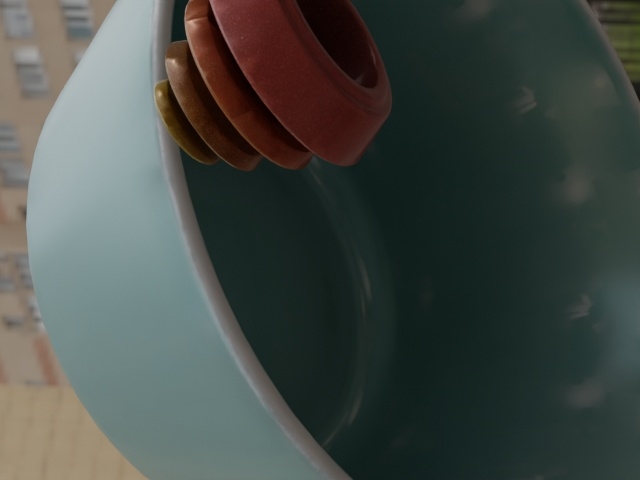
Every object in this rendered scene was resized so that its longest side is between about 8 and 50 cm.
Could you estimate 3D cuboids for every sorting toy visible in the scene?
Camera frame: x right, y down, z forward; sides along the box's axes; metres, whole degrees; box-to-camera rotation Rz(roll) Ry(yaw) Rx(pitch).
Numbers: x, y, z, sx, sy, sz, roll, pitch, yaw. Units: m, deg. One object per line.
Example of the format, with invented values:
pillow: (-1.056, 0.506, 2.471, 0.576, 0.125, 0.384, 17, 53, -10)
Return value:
sorting toy: (-0.018, -0.052, 0.356, 0.061, 0.042, 0.102, 44, -154, -33)

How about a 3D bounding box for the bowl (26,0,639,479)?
bowl: (0.000, 0.000, 0.740, 0.311, 0.163, 0.312, 23, -124, -39)
